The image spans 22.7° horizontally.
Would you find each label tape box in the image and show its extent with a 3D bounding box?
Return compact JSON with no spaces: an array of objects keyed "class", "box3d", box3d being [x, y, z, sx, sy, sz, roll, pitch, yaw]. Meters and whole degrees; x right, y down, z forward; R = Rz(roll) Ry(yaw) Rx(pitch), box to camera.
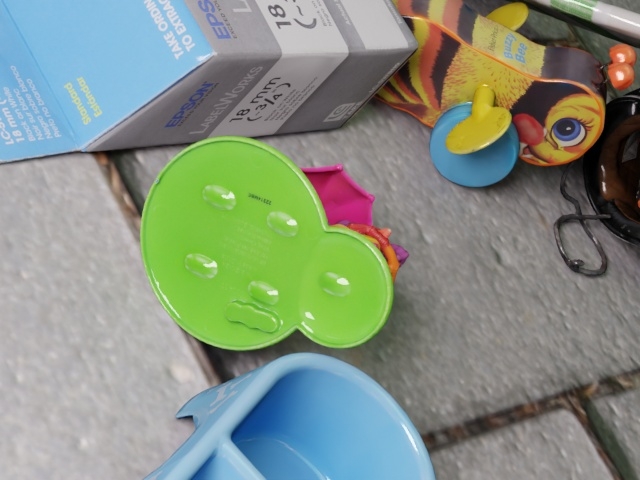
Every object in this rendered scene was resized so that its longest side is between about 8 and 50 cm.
[{"class":"label tape box","box3d":[-0.116,-0.189,1.079,0.333,0.106,0.241,-11,66,-50]}]

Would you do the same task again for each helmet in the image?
[{"class":"helmet","box3d":[0.327,-0.062,1.368,0.161,0.169,0.169,-1,57,-28]}]

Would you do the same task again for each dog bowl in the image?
[{"class":"dog bowl","box3d":[-0.032,0.168,0.871,0.166,0.074,0.297,47,36,-2]}]

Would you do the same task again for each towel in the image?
[{"class":"towel","box3d":[0.263,-0.184,1.334,0.324,0.038,0.248,23,10,18]}]

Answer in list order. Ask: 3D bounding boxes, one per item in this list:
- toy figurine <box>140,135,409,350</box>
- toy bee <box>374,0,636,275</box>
[{"class":"toy figurine","box3d":[0.000,0.000,1.010,0.173,0.130,0.159,21,16,23]},{"class":"toy bee","box3d":[0.161,-0.123,1.257,0.298,0.162,0.195,21,43,-32]}]
